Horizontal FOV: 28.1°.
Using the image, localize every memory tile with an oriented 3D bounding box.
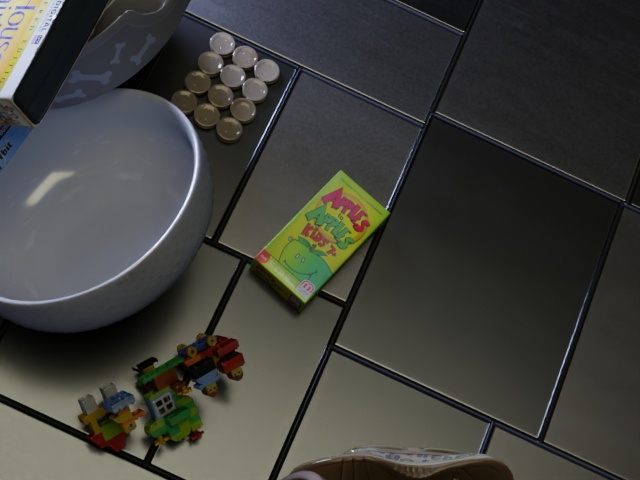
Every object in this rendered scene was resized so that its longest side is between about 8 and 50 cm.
[{"bbox_3d":[-0.132,-0.215,1.792,0.113,0.012,0.148,30,65,1],"label":"memory tile"}]

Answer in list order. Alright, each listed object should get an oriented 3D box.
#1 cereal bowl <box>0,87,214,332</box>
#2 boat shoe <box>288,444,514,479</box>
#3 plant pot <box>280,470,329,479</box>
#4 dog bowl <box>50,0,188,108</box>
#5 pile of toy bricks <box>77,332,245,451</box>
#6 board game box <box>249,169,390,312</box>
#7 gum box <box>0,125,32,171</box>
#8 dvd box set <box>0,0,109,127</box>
[{"bbox_3d":[-0.282,-0.021,1.583,0.338,0.141,0.339,-10,49,12],"label":"cereal bowl"},{"bbox_3d":[0.095,0.310,1.602,0.285,0.089,0.105,2,94,-8],"label":"boat shoe"},{"bbox_3d":[0.024,0.426,1.465,0.229,0.263,0.263,28,65,-19],"label":"plant pot"},{"bbox_3d":[-0.322,-0.320,1.661,0.348,0.102,0.349,-13,53,18],"label":"dog bowl"},{"bbox_3d":[-0.180,0.203,1.580,0.212,0.118,0.105,-28,109,-29],"label":"pile of toy bricks"},{"bbox_3d":[0.000,0.000,1.717,0.092,0.043,0.181,41,67,6],"label":"board game box"},{"bbox_3d":[-0.454,-0.112,1.604,0.041,0.184,0.157,50,60,-37],"label":"gum box"},{"bbox_3d":[-0.453,-0.289,1.600,0.420,0.062,0.308,8,63,32],"label":"dvd box set"}]
